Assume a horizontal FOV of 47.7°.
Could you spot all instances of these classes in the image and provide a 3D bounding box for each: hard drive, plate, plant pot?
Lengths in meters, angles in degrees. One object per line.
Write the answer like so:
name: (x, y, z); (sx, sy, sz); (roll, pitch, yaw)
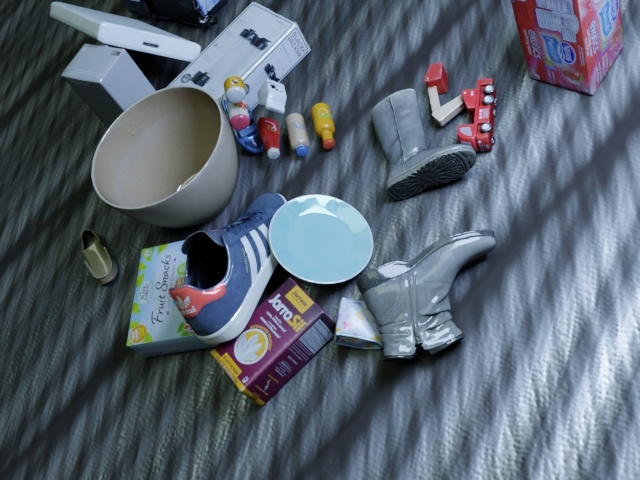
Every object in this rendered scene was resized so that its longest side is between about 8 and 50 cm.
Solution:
hard drive: (-0.460, -0.486, 1.677); (0.353, 0.233, 0.047); (34, 114, 48)
plate: (0.000, 0.000, 1.287); (0.188, 0.024, 0.188); (5, 56, -8)
plant pot: (-0.276, -0.134, 1.430); (0.284, 0.191, 0.284); (-11, 56, 18)

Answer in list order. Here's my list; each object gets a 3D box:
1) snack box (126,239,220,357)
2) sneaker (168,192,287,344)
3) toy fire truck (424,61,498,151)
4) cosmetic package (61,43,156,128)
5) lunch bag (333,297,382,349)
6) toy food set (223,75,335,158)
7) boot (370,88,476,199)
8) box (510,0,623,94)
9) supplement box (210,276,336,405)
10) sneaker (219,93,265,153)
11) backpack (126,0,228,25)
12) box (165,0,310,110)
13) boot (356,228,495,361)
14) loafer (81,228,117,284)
snack box: (-0.260, 0.103, 1.354); (0.175, 0.070, 0.207); (-11, 56, 20)
sneaker: (-0.155, 0.007, 1.270); (0.131, 0.148, 0.350); (-18, 35, 31)
toy fire truck: (0.257, -0.247, 1.341); (0.135, 0.047, 0.192); (-2, 61, 24)
cosmetic package: (-0.432, -0.309, 1.578); (0.127, 0.238, 0.107); (14, 68, 32)
lunch bag: (0.067, 0.140, 1.190); (0.083, 0.053, 0.071); (9, 61, 1)
toy food set: (-0.088, -0.230, 1.416); (0.111, 0.232, 0.104); (-46, 44, 37)
boot: (0.182, -0.193, 1.324); (0.190, 0.076, 0.208); (-19, 49, 25)
box: (0.417, -0.379, 1.215); (0.128, 0.257, 0.122); (29, 78, 35)
supplement box: (-0.076, 0.170, 1.221); (0.188, 0.081, 0.104); (-44, 53, -5)
sneaker: (-0.160, -0.243, 1.488); (0.053, 0.059, 0.144); (-35, 95, -17)
backpack: (-0.362, -0.674, 1.752); (0.277, 0.263, 0.213); (15, 65, 32)
box: (-0.181, -0.378, 1.600); (0.290, 0.087, 0.169); (-48, 53, -8)
boot: (0.191, 0.093, 1.157); (0.247, 0.083, 0.161); (-23, 71, -1)
loafer: (-0.468, 0.033, 1.506); (0.056, 0.050, 0.148); (-38, 52, 0)
